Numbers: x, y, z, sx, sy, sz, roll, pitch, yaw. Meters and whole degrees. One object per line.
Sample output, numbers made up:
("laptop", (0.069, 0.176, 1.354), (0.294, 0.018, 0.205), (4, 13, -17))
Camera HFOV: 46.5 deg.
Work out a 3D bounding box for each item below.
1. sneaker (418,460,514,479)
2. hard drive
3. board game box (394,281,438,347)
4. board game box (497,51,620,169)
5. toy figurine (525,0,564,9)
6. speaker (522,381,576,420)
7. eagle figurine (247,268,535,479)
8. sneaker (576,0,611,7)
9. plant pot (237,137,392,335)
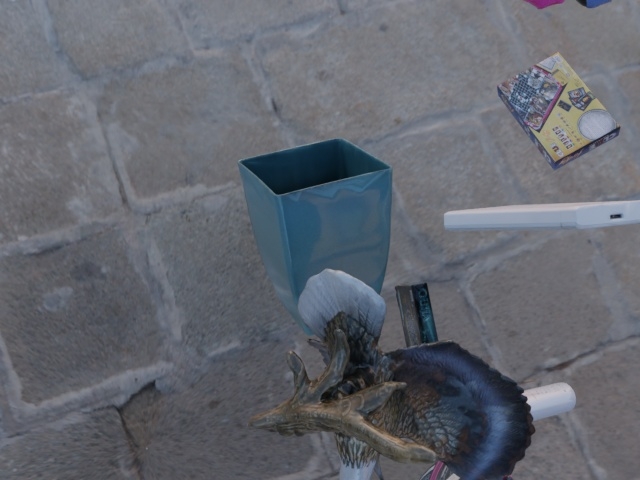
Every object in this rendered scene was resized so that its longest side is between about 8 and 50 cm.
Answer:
("sneaker", (0.145, 0.407, 1.021), (0.121, 0.112, 0.299), (40, 95, -21))
("hard drive", (0.460, -0.050, 1.539), (0.233, 0.353, 0.047), (-6, 94, -32))
("board game box", (0.148, 0.154, 1.089), (0.026, 0.126, 0.186), (-10, 88, -6))
("board game box", (0.537, -0.297, 1.696), (0.165, 0.042, 0.243), (-28, 63, 2))
("toy figurine", (0.303, -0.389, 1.001), (0.130, 0.173, 0.159), (14, 89, -6))
("speaker", (0.382, 0.283, 1.301), (0.136, 0.055, 0.055), (-3, 74, -35))
("eagle figurine", (0.065, 0.179, 0.787), (0.225, 0.298, 0.226), (-50, 59, 16))
("sneaker", (0.242, -0.344, 0.835), (0.090, 0.081, 0.232), (-25, 68, 14))
("plant pot", (0.000, 0.000, 1.055), (0.165, 0.165, 0.234), (-16, 117, -18))
